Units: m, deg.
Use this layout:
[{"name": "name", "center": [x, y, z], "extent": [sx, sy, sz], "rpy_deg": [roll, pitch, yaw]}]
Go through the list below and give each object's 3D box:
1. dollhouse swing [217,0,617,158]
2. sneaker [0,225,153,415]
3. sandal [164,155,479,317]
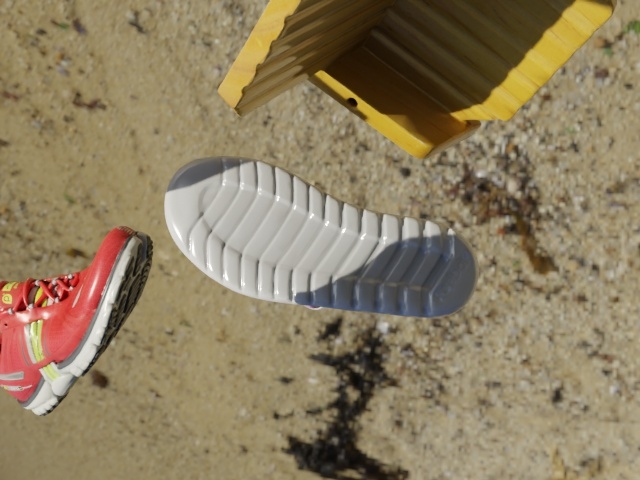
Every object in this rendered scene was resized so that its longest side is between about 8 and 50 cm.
[{"name": "dollhouse swing", "center": [0.116, -0.219, 1.124], "extent": [0.315, 0.305, 0.347], "rpy_deg": [36, 137, -5]}, {"name": "sneaker", "center": [-0.255, 0.072, 0.944], "extent": [0.118, 0.107, 0.279], "rpy_deg": [37, 129, -9]}, {"name": "sandal", "center": [-0.005, 0.015, 1.295], "extent": [0.416, 0.169, 0.102], "rpy_deg": [19, 173, 6]}]
